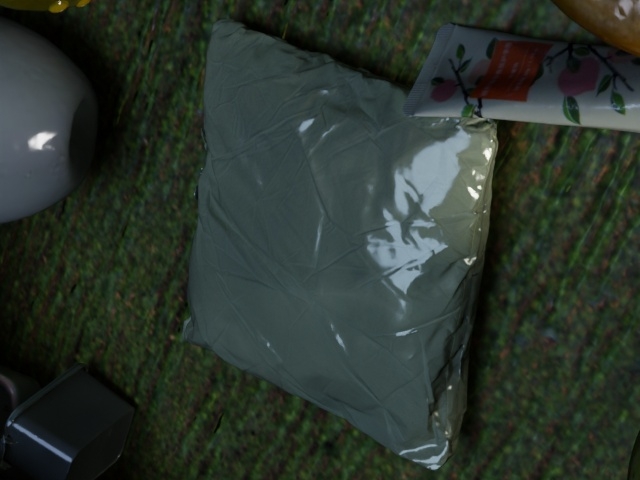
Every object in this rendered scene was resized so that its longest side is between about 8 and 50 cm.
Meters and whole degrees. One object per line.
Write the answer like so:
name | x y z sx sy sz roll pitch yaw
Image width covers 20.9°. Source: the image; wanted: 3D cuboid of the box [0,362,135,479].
box | -0.221 0.172 1.521 0.069 0.122 0.084 29 124 16

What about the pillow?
pillow | 0.001 0.002 1.297 0.274 0.076 0.281 24 118 34

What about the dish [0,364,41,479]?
dish | -0.316 0.208 1.646 0.154 0.064 0.234 18 115 35

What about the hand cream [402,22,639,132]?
hand cream | 0.162 -0.103 1.137 0.234 0.080 0.050 10 153 36

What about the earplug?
earplug | -0.317 -0.156 1.450 0.175 0.214 0.325 -37 77 1

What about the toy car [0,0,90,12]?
toy car | -0.249 -0.277 1.337 0.248 0.204 0.198 54 139 14

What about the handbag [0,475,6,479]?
handbag | -0.361 0.263 1.525 0.342 0.152 0.288 38 153 -5

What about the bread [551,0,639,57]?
bread | 0.209 -0.284 0.978 0.328 0.148 0.337 37 124 20

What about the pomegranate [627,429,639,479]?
pomegranate | 0.283 0.158 1.059 0.210 0.179 0.179 -32 83 23
